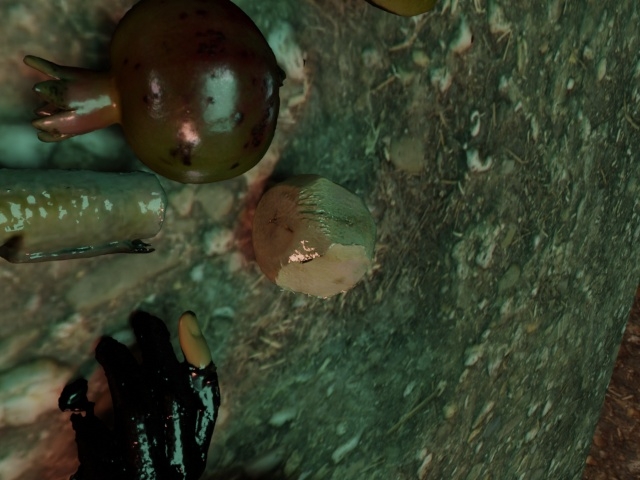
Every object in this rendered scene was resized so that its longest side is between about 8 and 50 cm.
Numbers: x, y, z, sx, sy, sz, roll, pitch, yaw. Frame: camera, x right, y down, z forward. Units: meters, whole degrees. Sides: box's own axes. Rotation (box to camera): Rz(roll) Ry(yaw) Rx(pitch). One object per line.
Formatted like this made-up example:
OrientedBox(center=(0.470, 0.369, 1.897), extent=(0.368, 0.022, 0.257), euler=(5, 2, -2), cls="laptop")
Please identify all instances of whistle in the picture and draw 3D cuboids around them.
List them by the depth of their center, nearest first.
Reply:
OrientedBox(center=(-0.239, -0.014, 0.307), extent=(0.326, 0.057, 0.068), euler=(-3, 105, -46), cls="whistle")

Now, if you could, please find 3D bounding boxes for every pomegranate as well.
OrientedBox(center=(-0.102, -0.107, 0.375), extent=(0.159, 0.129, 0.129), euler=(16, 95, -17), cls="pomegranate")

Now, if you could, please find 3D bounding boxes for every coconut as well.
OrientedBox(center=(0.000, 0.000, 0.526), extent=(0.124, 0.110, 0.110), euler=(20, 91, -45), cls="coconut")

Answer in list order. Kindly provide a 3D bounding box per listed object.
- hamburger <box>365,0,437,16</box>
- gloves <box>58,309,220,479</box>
OrientedBox(center=(0.055, -0.321, 0.428), extent=(0.285, 0.134, 0.265), euler=(-58, 140, -15), cls="hamburger")
OrientedBox(center=(-0.132, 0.146, 0.451), extent=(0.129, 0.106, 0.181), euler=(23, 93, -47), cls="gloves")
